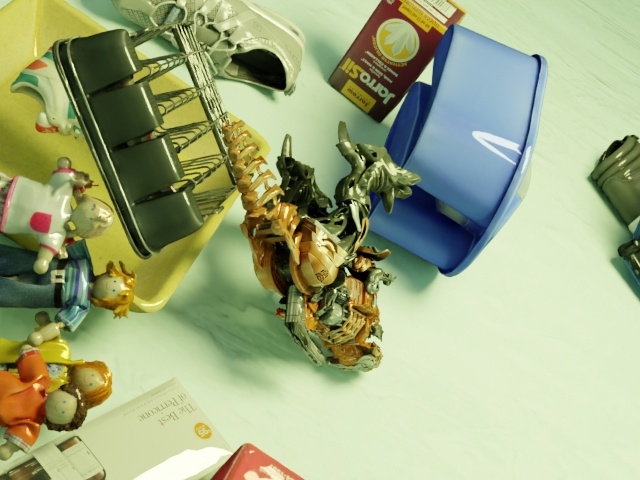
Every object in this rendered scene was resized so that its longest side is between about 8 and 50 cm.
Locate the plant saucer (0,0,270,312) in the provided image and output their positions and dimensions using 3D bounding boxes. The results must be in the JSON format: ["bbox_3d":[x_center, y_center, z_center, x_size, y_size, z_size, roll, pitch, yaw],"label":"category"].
[{"bbox_3d":[-0.258,-0.090,1.094,0.333,0.081,0.332,34,39,-5],"label":"plant saucer"}]

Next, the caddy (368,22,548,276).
[{"bbox_3d":[0.190,-0.113,1.318,0.179,0.241,0.341,25,49,-5],"label":"caddy"}]

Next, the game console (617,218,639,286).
[{"bbox_3d":[0.608,-0.011,1.568,0.293,0.173,0.250,-14,70,-43],"label":"game console"}]

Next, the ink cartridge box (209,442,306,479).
[{"bbox_3d":[-0.050,0.346,0.793,0.226,0.131,0.306,36,40,-3],"label":"ink cartridge box"}]

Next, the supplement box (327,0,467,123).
[{"bbox_3d":[0.106,-0.274,1.454,0.104,0.188,0.081,39,40,1],"label":"supplement box"}]

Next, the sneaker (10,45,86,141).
[{"bbox_3d":[-0.245,-0.118,1.037,0.075,0.057,0.161,-42,89,-25],"label":"sneaker"}]

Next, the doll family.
[{"bbox_3d":[-0.248,0.064,0.899,0.163,0.118,0.262,8,72,-12],"label":"doll family"}]

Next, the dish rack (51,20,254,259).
[{"bbox_3d":[-0.147,-0.117,1.007,0.271,0.074,0.208,-63,134,-73],"label":"dish rack"}]

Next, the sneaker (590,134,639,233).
[{"bbox_3d":[0.562,-0.124,1.715,0.296,0.104,0.147,-26,75,-43],"label":"sneaker"}]

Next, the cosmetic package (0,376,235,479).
[{"bbox_3d":[-0.190,0.210,0.873,0.099,0.060,0.239,50,41,13],"label":"cosmetic package"}]

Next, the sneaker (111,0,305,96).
[{"bbox_3d":[-0.138,-0.276,1.340,0.281,0.105,0.115,17,44,-25],"label":"sneaker"}]

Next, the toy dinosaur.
[{"bbox_3d":[0.000,0.000,1.070,0.164,0.322,0.218,8,51,16],"label":"toy dinosaur"}]
